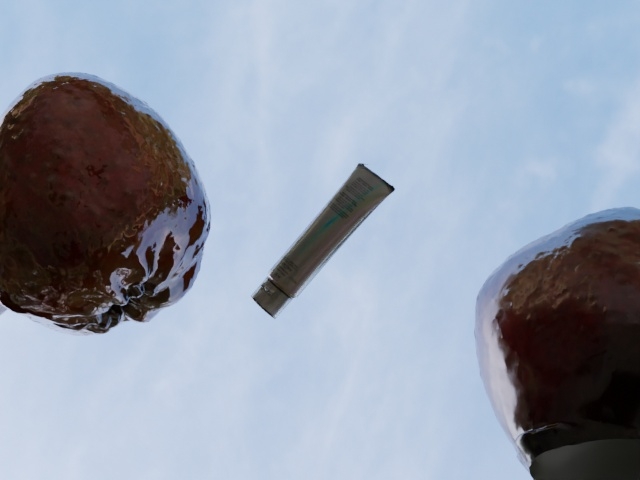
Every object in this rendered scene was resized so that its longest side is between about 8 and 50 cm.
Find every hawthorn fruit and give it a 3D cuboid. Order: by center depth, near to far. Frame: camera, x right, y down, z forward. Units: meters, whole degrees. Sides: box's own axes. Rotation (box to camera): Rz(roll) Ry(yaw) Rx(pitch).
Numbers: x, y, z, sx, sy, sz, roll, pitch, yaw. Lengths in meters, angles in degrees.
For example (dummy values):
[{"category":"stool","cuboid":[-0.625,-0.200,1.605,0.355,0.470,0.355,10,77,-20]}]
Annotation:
[{"category":"hawthorn fruit","cuboid":[-0.108,-0.016,0.519,0.128,0.128,0.128,-1,-118,2]},{"category":"hawthorn fruit","cuboid":[0.216,0.078,0.823,0.215,0.215,0.249,-19,-144,-8]}]

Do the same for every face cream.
[{"category":"face cream","cuboid":[0.000,0.000,0.724,0.115,0.020,0.038,-50,-131,1]}]

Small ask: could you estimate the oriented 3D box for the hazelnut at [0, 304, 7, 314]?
[{"category":"hazelnut","cuboid":[-0.268,-0.011,0.815,0.150,0.150,0.150,-1,-118,2]}]
